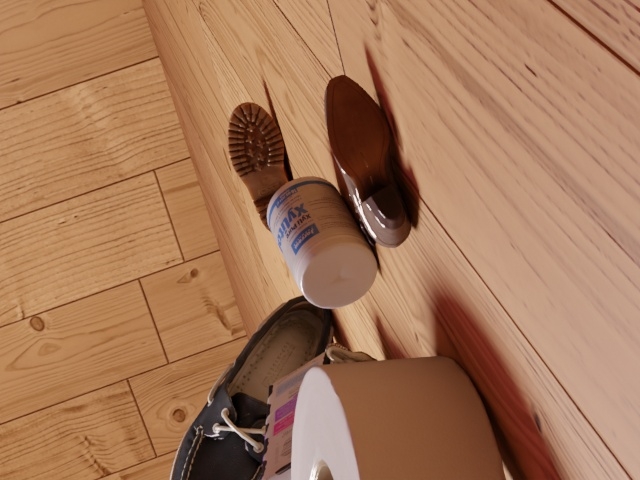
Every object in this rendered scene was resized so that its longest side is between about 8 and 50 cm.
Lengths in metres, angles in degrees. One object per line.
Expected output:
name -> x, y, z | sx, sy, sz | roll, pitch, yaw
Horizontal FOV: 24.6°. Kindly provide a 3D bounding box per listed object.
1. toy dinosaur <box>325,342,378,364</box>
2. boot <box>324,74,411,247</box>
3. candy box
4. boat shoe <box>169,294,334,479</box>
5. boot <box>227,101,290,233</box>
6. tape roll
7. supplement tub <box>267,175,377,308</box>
toy dinosaur -> 0.070, 0.184, 1.258 | 0.268, 0.064, 0.118 | 67, -174, 26
boot -> 0.029, -0.050, 1.013 | 0.087, 0.042, 0.118 | 119, 131, -84
candy box -> 0.023, 0.213, 1.307 | 0.165, 0.070, 0.196 | 54, -169, -16
boat shoe -> -0.078, 0.188, 1.625 | 0.091, 0.114, 0.303 | 110, -175, -62
boot -> -0.067, -0.089, 1.589 | 0.085, 0.059, 0.158 | -111, 4, -57
tape roll -> 0.052, 0.226, 1.046 | 0.286, 0.100, 0.286 | 176, 90, -78
supplement tub -> 0.000, 0.000, 1.250 | 0.107, 0.071, 0.071 | -119, 12, -51
